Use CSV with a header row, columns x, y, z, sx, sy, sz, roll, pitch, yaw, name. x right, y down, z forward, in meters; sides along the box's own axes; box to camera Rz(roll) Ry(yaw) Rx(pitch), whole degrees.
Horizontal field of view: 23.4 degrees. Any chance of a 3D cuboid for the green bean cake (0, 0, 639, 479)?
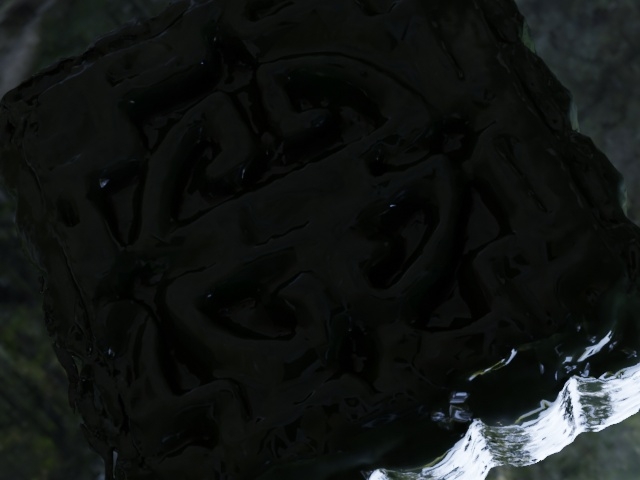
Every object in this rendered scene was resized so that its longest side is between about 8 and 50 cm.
x,y,z,sx,sy,sz,roll,pitch,yaw,name
0.000,0.000,0.501,0.185,0.183,0.094,-26,159,3,green bean cake
